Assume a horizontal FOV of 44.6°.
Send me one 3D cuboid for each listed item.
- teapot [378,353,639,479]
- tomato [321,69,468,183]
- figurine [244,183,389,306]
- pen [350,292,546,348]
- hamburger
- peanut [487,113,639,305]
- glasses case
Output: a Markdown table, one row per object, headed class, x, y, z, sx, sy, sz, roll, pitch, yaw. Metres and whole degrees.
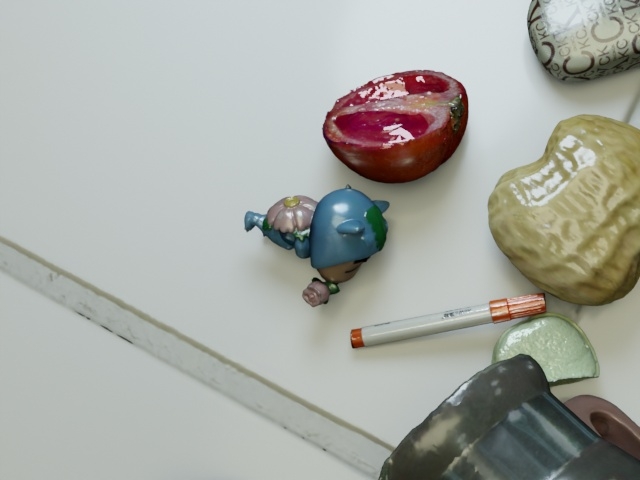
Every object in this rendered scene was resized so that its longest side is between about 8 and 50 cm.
| class | x | y | z | sx | sy | sz | roll | pitch | yaw |
| --- | --- | --- | --- | --- | --- | --- | --- | --- | --- |
| teapot | 0.254 | 0.288 | 0.723 | 0.362 | 0.376 | 0.305 | 46 | 129 | 28 |
| tomato | 0.097 | -0.132 | 0.984 | 0.173 | 0.099 | 0.189 | 3 | 38 | 26 |
| figurine | -0.002 | 0.004 | 0.974 | 0.178 | 0.114 | 0.144 | 6 | 101 | 24 |
| pen | 0.151 | 0.097 | 0.939 | 0.239 | 0.028 | 0.028 | -13 | 75 | 15 |
| hamburger | 0.258 | 0.130 | 0.915 | 0.121 | 0.054 | 0.084 | -9 | 70 | 7 |
| peanut | 0.316 | -0.043 | 0.911 | 0.197 | 0.110 | 0.233 | 43 | 90 | 16 |
| glasses case | 0.433 | -0.300 | 0.958 | 0.355 | 0.085 | 0.137 | -17 | 76 | 6 |
